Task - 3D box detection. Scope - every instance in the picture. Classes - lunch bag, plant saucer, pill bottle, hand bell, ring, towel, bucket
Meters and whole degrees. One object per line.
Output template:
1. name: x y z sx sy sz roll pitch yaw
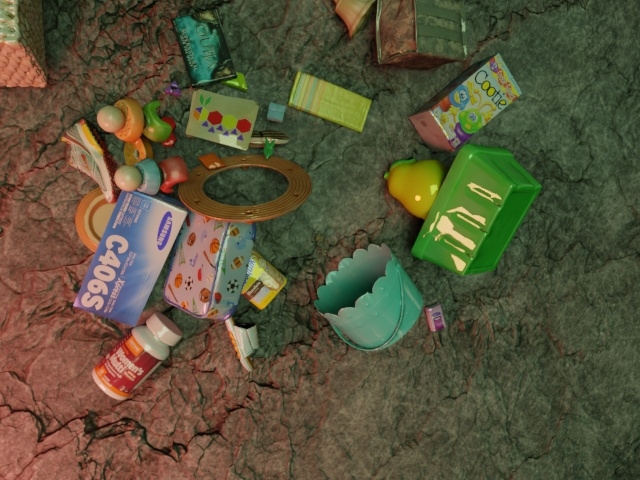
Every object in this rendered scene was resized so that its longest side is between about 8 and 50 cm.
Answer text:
1. lunch bag: 0.281 -0.638 1.343 0.235 0.168 0.287 -10 98 -40
2. plant saucer: -0.543 -0.050 1.285 0.199 0.037 0.200 -1 95 -14
3. pill bottle: -0.483 0.303 1.292 0.221 0.121 0.121 -46 104 -6
4. hand bell: 0.029 -0.692 1.348 0.242 0.126 0.126 37 86 -4
5. lunch bag: -0.295 0.042 1.268 0.114 0.243 0.304 16 90 -48
6. ring: -0.188 -0.134 1.238 0.336 0.337 0.032 -9 127 -14
7. towel: 0.028 -0.401 1.409 0.237 0.021 0.102 17 97 -16
8. bucket: 0.139 0.164 1.371 0.281 0.281 0.183 -46 108 -6

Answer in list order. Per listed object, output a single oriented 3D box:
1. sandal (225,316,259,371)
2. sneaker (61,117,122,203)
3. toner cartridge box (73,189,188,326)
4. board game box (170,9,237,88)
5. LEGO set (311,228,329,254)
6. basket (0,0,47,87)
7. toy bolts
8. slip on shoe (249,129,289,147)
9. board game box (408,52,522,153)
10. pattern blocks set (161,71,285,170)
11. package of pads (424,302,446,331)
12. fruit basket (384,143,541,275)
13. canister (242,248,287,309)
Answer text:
1. sandal: -0.222 0.242 1.364 0.076 0.102 0.266 -22 99 -9
2. sneaker: -0.577 -0.192 1.237 0.092 0.088 0.225 -29 85 -1
3. toner cartridge box: -0.486 0.037 1.249 0.165 0.075 0.348 23 102 -19
4. board game box: -0.309 -0.510 1.291 0.126 0.026 0.186 -18 91 -12
5. LEGO set: -0.002 0.002 1.442 0.054 0.023 0.083 -2 109 -12
6. basket: -0.770 -0.493 1.009 0.328 0.331 0.267 -7 93 -21
7. toy bolts: -0.453 -0.200 1.165 0.158 0.218 0.229 -15 73 -50
8. slip on shoe: -0.156 -0.280 1.362 0.135 0.051 0.041 -5 137 -22
9. board game box: 0.429 -0.402 1.447 0.275 0.144 0.142 -40 104 -7
10. pattern blocks set: -0.268 -0.325 1.303 0.324 0.026 0.286 22 77 -5
11. package of pads: 0.368 0.245 1.554 0.050 0.032 0.083 -17 100 -10
12. fruit basket: 0.381 -0.119 1.419 0.282 0.392 0.393 -4 97 -40
13. canister: -0.194 0.098 1.372 0.170 0.073 0.126 43 85 -16
